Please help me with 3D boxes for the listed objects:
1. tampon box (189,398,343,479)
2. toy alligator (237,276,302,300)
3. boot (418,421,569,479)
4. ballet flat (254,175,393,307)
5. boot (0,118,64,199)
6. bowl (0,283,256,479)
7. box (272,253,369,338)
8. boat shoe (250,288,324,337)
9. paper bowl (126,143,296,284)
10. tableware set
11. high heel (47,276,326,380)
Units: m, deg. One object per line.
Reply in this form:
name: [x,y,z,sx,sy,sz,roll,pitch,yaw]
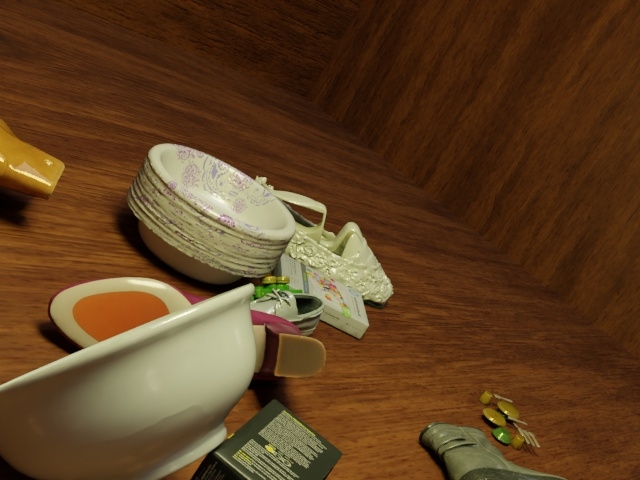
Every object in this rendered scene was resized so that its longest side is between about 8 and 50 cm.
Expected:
tampon box: [-0.068,0.261,0.879,0.101,0.120,0.161,36,17,11]
toy alligator: [-0.101,0.092,1.448,0.051,0.056,0.189,-8,-7,34]
boot: [0.283,0.349,1.319,0.246,0.083,0.161,18,20,-26]
ballet flat: [0.000,0.000,1.745,0.408,0.147,0.147,28,17,-14]
boot: [-0.465,-0.117,1.158,0.211,0.104,0.295,29,12,-13]
bowl: [-0.179,0.156,0.819,0.134,0.297,0.298,67,20,1]
box: [-0.002,0.103,1.605,0.186,0.038,0.145,29,17,-14]
boat shoe: [-0.072,0.113,1.371,0.079,0.081,0.227,41,18,28]
paper bowl: [-0.196,-0.032,1.456,0.284,0.148,0.284,30,16,-9]
tableware set: [0.338,0.335,1.576,0.104,0.024,0.154,22,20,-20]
high heel: [-0.189,0.129,1.153,0.377,0.127,0.181,19,-9,-24]
